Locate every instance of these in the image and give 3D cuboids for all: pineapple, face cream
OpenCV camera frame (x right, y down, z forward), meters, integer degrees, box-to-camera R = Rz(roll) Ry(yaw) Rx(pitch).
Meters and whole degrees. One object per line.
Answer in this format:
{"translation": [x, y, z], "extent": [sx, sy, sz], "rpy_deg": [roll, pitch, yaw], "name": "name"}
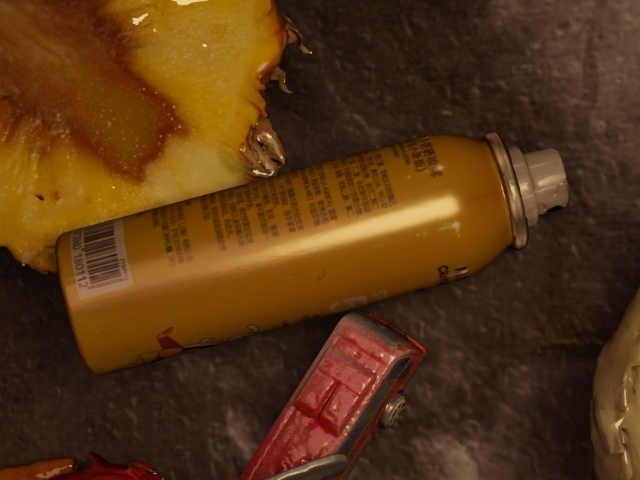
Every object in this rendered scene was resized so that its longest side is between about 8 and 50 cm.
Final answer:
{"translation": [-0.146, -0.116, 1.030], "extent": [0.344, 0.286, 0.209], "rpy_deg": [-41, 27, 12], "name": "pineapple"}
{"translation": [0.000, 0.000, 0.938], "extent": [0.348, 0.105, 0.105], "rpy_deg": [-15, 72, -1], "name": "face cream"}

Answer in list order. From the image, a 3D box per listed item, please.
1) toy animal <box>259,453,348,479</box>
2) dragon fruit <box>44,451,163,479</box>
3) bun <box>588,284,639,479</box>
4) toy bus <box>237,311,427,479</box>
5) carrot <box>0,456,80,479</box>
{"translation": [-0.050, 0.255, 0.875], "extent": [0.176, 0.255, 0.239], "rpy_deg": [22, 111, 43], "name": "toy animal"}
{"translation": [-0.167, 0.224, 0.949], "extent": [0.165, 0.133, 0.136], "rpy_deg": [-27, 73, 13], "name": "dragon fruit"}
{"translation": [0.331, 0.115, 0.765], "extent": [0.359, 0.211, 0.360], "rpy_deg": [3, 97, 24], "name": "bun"}
{"translation": [-0.002, 0.140, 0.943], "extent": [0.065, 0.077, 0.192], "rpy_deg": [32, 90, 19], "name": "toy bus"}
{"translation": [-0.334, 0.225, 1.043], "extent": [0.336, 0.069, 0.069], "rpy_deg": [-24, 71, 8], "name": "carrot"}
